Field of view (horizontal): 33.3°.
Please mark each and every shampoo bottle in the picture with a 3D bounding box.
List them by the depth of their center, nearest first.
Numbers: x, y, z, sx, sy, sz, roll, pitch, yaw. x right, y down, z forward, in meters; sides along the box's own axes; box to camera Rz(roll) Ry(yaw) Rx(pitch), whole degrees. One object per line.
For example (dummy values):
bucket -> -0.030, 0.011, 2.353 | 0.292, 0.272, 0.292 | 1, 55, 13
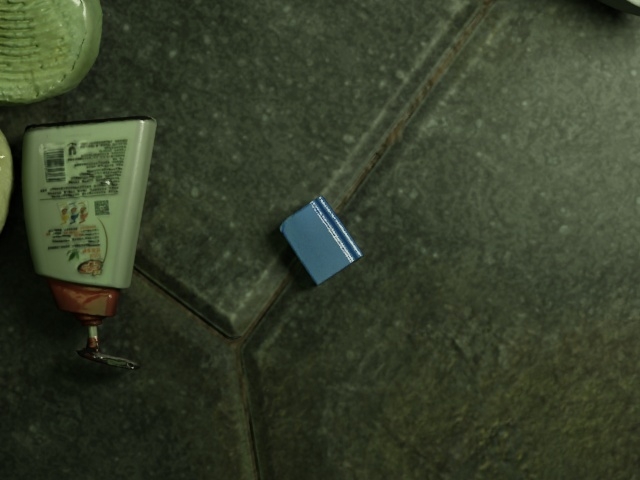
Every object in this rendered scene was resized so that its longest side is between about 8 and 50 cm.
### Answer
shampoo bottle -> -0.257, 0.005, 1.215 | 0.153, 0.071, 0.284 | -2, 92, 1

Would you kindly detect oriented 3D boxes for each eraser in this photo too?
eraser -> 0.000, 0.000, 1.217 | 0.063, 0.027, 0.084 | -34, 88, 4

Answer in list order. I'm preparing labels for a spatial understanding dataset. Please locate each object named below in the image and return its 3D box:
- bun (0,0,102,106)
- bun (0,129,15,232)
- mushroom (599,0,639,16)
bun -> -0.338, -0.245, 1.190 | 0.195, 0.118, 0.195 | -1, 109, -3
bun -> -0.482, -0.057, 1.185 | 0.259, 0.160, 0.259 | 0, 93, 3
mushroom -> 0.381, -0.445, 1.146 | 0.177, 0.126, 0.397 | 28, 91, -7
